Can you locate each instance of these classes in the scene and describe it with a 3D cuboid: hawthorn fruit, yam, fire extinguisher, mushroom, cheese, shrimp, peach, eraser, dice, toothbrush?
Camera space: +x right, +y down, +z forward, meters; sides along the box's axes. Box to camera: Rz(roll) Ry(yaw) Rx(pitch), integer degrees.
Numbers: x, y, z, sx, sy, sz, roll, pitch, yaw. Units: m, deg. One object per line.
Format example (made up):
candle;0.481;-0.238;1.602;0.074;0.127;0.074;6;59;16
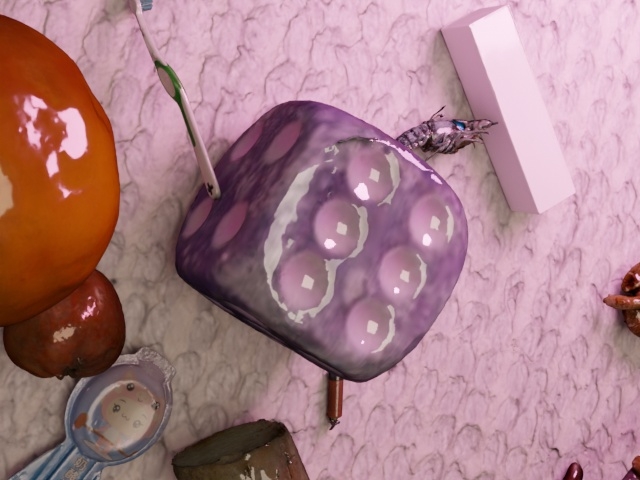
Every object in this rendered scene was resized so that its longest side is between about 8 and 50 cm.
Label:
hawthorn fruit;-0.306;0.087;1.318;0.149;0.149;0.189;27;44;-25
yam;-0.070;0.386;1.428;0.168;0.168;0.304;-26;106;-20
fire extinguisher;0.019;0.225;1.529;0.028;0.022;0.083;-7;101;-61
mushroom;0.524;0.096;1.724;0.171;0.080;0.135;3;82;-25
cheese;-0.277;0.244;1.377;0.135;0.052;0.244;43;77;-23
shrimp;0.165;-0.143;1.531;0.174;0.082;0.076;-25;110;-13
peach;-0.374;-0.072;1.162;0.302;0.343;0.342;-38;117;-62
eraser;0.275;-0.188;1.576;0.076;0.078;0.298;-30;107;-20
dice;0.000;0.000;1.360;0.270;0.271;0.270;36;81;-24
toothbrush;-0.183;-0.188;1.335;0.030;0.030;0.304;-17;80;-23

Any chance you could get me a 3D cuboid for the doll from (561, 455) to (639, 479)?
doll;0.520;0.430;1.710;0.340;0.209;0.318;-8;131;-22
